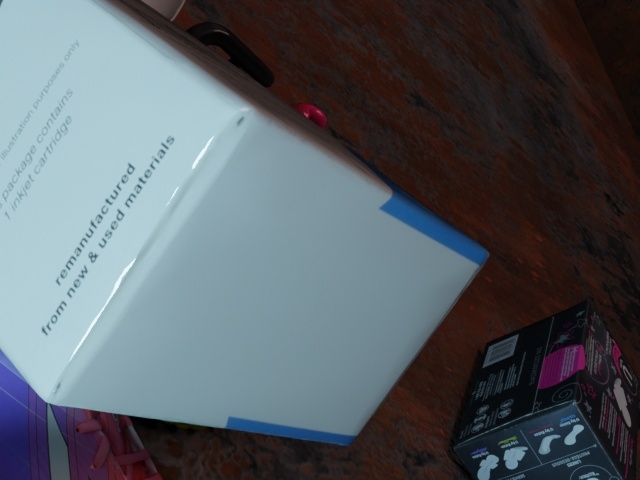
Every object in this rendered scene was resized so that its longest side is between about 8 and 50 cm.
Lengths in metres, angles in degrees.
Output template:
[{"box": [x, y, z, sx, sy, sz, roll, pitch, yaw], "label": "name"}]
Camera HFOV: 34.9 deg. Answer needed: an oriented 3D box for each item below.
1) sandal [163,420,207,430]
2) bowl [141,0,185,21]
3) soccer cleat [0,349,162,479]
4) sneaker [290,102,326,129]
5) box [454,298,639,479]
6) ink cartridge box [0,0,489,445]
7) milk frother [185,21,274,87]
[{"box": [-0.057, 0.078, 0.880, 0.317, 0.126, 0.138, 10, 50, -62], "label": "sandal"}, {"box": [-0.210, -0.287, 1.066, 0.142, 0.053, 0.142, 44, 32, -25], "label": "bowl"}, {"box": [-0.157, 0.133, 0.631, 0.318, 0.116, 0.108, 47, -2, -16], "label": "soccer cleat"}, {"box": [0.000, 0.000, 1.050, 0.121, 0.112, 0.299, -12, 72, -61], "label": "sneaker"}, {"box": [0.281, 0.210, 1.233, 0.142, 0.163, 0.247, 56, 28, -11], "label": "box"}, {"box": [-0.131, -0.063, 0.646, 0.395, 0.166, 0.285, 39, 8, 33], "label": "ink cartridge box"}, {"box": [-0.131, -0.154, 1.033, 0.135, 0.129, 0.143, 37, -9, -34], "label": "milk frother"}]
